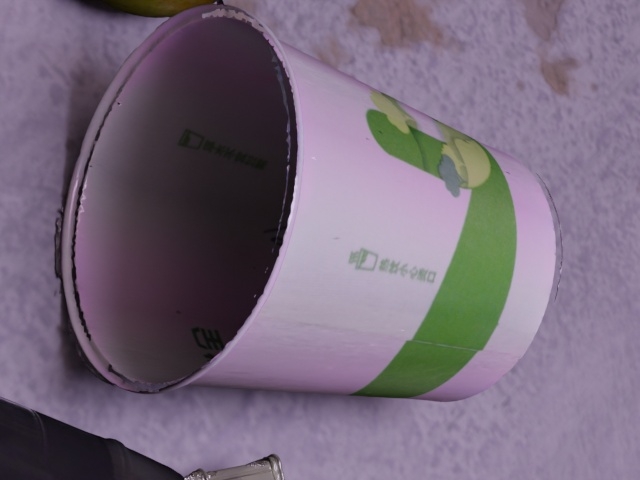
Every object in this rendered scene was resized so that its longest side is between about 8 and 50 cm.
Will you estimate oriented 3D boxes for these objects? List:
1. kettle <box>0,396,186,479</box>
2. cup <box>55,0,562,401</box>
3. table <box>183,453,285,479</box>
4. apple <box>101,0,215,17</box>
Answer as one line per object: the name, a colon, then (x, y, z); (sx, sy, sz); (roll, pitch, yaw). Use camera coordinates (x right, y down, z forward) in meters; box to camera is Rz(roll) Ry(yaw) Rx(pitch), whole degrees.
kettle: (-0.278, 0.201, 0.932); (0.324, 0.228, 0.321); (27, 90, -19)
cup: (0.000, 0.000, 1.182); (0.274, 0.253, 0.253); (17, 63, -38)
table: (-0.067, 0.189, 1.159); (0.083, 0.062, 0.079); (-6, 75, -36)
apple: (-0.115, -0.255, 1.243); (0.196, 0.157, 0.196); (16, 56, -25)
